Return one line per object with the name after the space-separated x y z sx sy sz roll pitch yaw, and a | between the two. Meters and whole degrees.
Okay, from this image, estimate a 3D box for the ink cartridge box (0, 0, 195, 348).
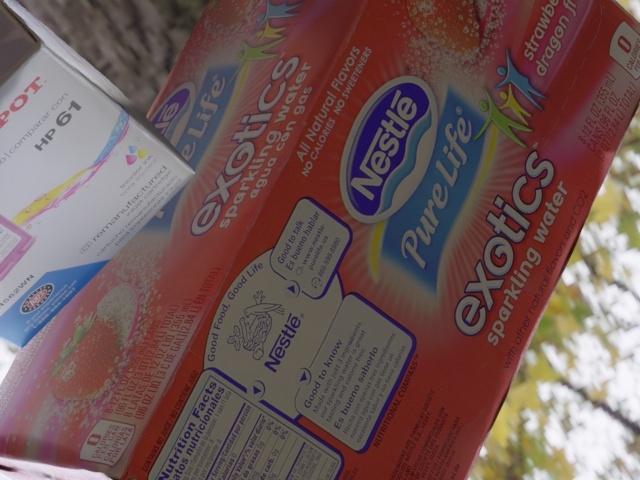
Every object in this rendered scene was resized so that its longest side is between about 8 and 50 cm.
-0.106 -0.025 0.609 0.088 0.122 0.052 -45 -116 2 | ink cartridge box

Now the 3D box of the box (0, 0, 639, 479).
0.000 0.000 0.833 0.142 0.154 0.300 0 -121 55 | box
